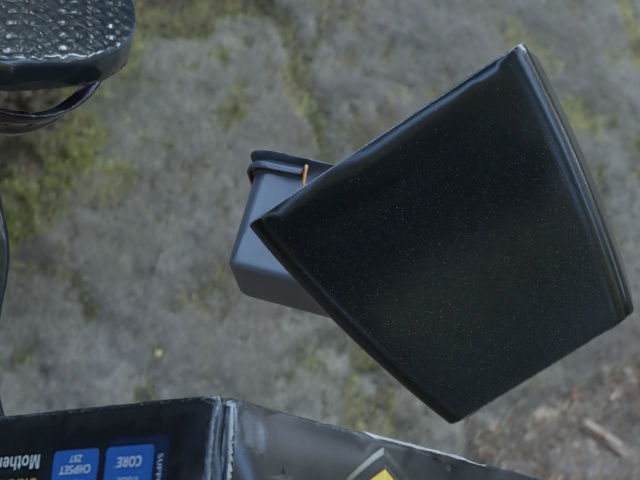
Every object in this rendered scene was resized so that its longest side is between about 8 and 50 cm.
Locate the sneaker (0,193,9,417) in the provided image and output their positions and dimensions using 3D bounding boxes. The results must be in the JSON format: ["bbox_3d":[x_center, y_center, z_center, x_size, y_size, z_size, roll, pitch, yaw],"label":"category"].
[{"bbox_3d":[-0.231,0.057,0.841,0.145,0.270,0.090,8,22,40],"label":"sneaker"}]

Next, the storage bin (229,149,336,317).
[{"bbox_3d":[0.000,0.000,1.157,0.135,0.098,0.091,13,66,15],"label":"storage bin"}]

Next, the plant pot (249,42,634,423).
[{"bbox_3d":[0.092,0.004,0.980,0.167,0.188,0.187,58,10,2],"label":"plant pot"}]

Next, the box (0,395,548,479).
[{"bbox_3d":[-0.055,0.117,0.508,0.257,0.322,0.079,23,65,-45],"label":"box"}]

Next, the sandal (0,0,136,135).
[{"bbox_3d":[-0.216,-0.149,1.183,0.167,0.107,0.446,11,18,-3],"label":"sandal"}]
